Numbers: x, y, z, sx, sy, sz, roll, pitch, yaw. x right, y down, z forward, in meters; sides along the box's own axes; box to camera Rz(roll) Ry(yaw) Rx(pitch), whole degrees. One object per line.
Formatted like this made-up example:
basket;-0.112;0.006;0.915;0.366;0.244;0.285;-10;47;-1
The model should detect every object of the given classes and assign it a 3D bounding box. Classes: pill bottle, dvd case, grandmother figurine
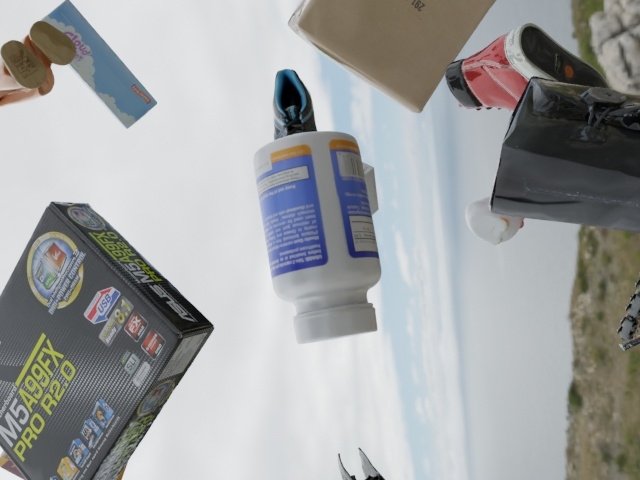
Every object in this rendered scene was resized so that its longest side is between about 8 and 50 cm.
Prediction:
pill bottle;0.000;0.000;0.953;0.152;0.152;0.272;35;-135;-78
dvd case;0.606;0.170;1.263;0.013;0.119;0.087;64;-165;15
grandmother figurine;-0.546;-0.246;1.135;0.208;0.342;0.104;-47;-64;-41

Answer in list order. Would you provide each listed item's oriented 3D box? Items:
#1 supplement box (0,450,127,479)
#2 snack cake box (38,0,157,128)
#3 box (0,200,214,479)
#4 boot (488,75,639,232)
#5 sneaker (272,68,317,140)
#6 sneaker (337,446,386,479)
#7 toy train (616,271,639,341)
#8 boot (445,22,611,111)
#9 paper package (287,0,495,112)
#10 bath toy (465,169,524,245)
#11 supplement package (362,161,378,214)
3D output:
supplement box;-0.429;0.366;1.172;0.188;0.081;0.104;39;-153;-21
snack cake box;-0.469;-0.363;1.459;0.264;0.089;0.152;50;174;-18
box;-0.266;0.128;0.749;0.270;0.216;0.060;-55;-20;17
boot;0.439;-0.098;0.732;0.367;0.445;0.146;-40;-47;-54
sneaker;-0.062;-0.234;1.604;0.139;0.125;0.341;72;-175;-71
sneaker;0.064;0.288;0.664;0.170;0.051;0.089;-130;31;-54
toy train;0.472;0.093;1.025;0.036;0.027;0.158;-33;-39;-28
boot;0.308;-0.207;1.023;0.244;0.176;0.088;31;-113;-24
paper package;0.147;-0.479;1.434;0.309;0.325;0.168;-57;18;9
bath toy;0.400;-0.128;1.284;0.129;0.151;0.348;-49;-9;-43
supplement package;0.004;-0.101;1.274;0.105;0.179;0.105;-39;-41;-26
